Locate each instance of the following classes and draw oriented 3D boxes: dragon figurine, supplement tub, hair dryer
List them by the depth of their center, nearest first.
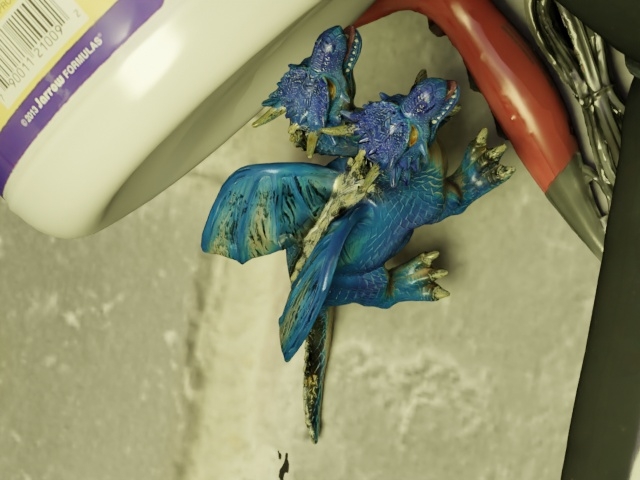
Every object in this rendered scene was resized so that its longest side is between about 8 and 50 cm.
[{"bbox_3d":[-0.137,-0.192,0.846,0.241,0.241,0.331,-42,89,20],"label":"supplement tub"},{"bbox_3d":[0.000,0.000,0.923,0.085,0.144,0.289,52,134,21],"label":"dragon figurine"},{"bbox_3d":[0.077,-0.107,0.951,0.293,0.080,0.224,11,100,23],"label":"hair dryer"}]

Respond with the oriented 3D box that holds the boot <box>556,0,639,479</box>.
[{"bbox_3d":[0.133,0.021,0.805,0.146,0.367,0.445,25,107,57],"label":"boot"}]
